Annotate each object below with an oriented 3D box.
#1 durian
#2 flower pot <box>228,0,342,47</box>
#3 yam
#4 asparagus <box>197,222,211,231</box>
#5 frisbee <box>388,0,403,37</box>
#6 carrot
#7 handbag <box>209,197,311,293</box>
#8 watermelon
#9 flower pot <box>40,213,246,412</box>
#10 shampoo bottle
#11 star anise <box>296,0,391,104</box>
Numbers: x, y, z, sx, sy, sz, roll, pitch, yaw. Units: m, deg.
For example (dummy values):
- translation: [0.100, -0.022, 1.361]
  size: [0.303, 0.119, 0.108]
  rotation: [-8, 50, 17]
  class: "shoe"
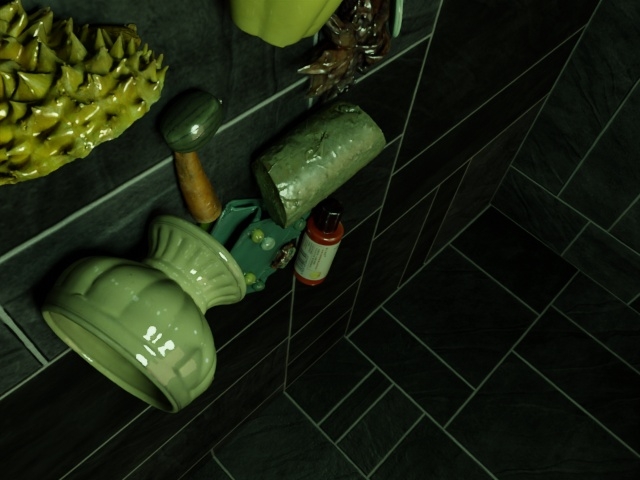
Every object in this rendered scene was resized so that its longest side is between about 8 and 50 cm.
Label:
- translation: [-0.279, -0.147, 0.577]
  size: [0.305, 0.196, 0.185]
  rotation: [-36, 150, -27]
  class: "durian"
- translation: [-0.041, -0.361, 0.705]
  size: [0.195, 0.195, 0.179]
  rotation: [-36, 169, -30]
  class: "flower pot"
- translation: [-0.013, -0.161, 1.114]
  size: [0.268, 0.161, 0.161]
  rotation: [-37, 158, -11]
  class: "yam"
- translation: [-0.258, 0.011, 1.127]
  size: [0.236, 0.027, 0.034]
  rotation: [-58, 178, 25]
  class: "asparagus"
- translation: [0.138, -0.436, 1.030]
  size: [0.014, 0.110, 0.110]
  rotation: [0, 149, -2]
  class: "frisbee"
- translation: [-0.220, -0.112, 0.958]
  size: [0.061, 0.061, 0.209]
  rotation: [-41, 153, -21]
  class: "carrot"
- translation: [-0.154, 0.029, 1.267]
  size: [0.268, 0.100, 0.274]
  rotation: [-57, 158, 20]
  class: "handbag"
- translation: [-0.193, -0.182, 0.840]
  size: [0.110, 0.078, 0.078]
  rotation: [-51, 160, -10]
  class: "watermelon"
- translation: [-0.273, 0.115, 0.936]
  size: [0.244, 0.307, 0.307]
  rotation: [-53, 164, -30]
  class: "flower pot"
- translation: [0.000, 0.000, 1.523]
  size: [0.104, 0.104, 0.278]
  rotation: [-32, 154, -38]
  class: "shampoo bottle"
- translation: [0.065, -0.350, 1.026]
  size: [0.272, 0.102, 0.272]
  rotation: [-46, 161, -21]
  class: "star anise"
